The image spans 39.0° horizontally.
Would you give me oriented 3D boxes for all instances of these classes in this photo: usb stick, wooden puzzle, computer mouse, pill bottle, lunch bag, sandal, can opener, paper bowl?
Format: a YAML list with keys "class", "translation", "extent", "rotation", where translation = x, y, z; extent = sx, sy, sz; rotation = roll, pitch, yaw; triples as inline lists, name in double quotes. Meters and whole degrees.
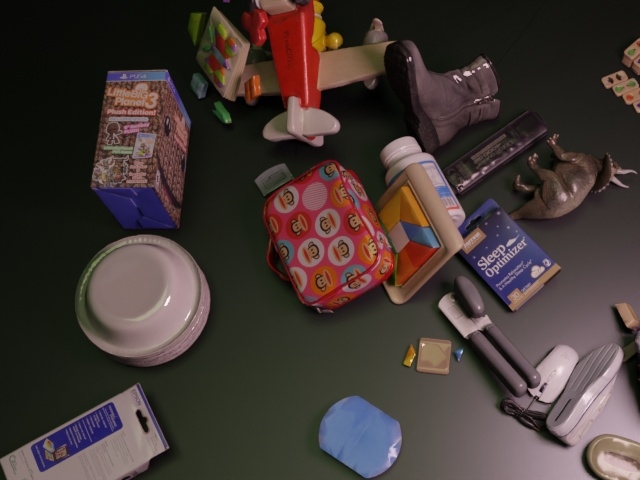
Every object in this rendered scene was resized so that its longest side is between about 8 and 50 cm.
- class: "usb stick"
  translation: [0.394, -0.200, 2.056]
  extent: [0.278, 0.045, 0.077]
  rotation: [-35, 75, -8]
- class: "wooden puzzle"
  translation: [0.178, -0.012, 1.926]
  extent: [0.044, 0.239, 0.221]
  rotation: [-4, 59, -39]
- class: "computer mouse"
  translation: [0.459, 0.289, 1.844]
  extent: [0.106, 0.042, 0.193]
  rotation: [32, 75, 19]
- class: "wooden puzzle"
  translation: [0.238, 0.244, 1.908]
  extent: [0.116, 0.014, 0.079]
  rotation: [12, 74, 12]
- class: "pill bottle"
  translation: [0.218, -0.116, 2.000]
  extent: [0.124, 0.124, 0.221]
  rotation: [-24, 66, -3]
- class: "lunch bag"
  translation: [0.000, 0.000, 1.961]
  extent: [0.258, 0.120, 0.293]
  rotation: [-32, 65, 19]
- class: "sandal"
  translation: [0.663, 0.449, 1.727]
  extent: [0.302, 0.086, 0.120]
  rotation: [12, 70, 12]
- class: "can opener"
  translation: [0.343, 0.197, 1.860]
  extent: [0.074, 0.093, 0.280]
  rotation: [-26, 58, -16]
- class: "paper bowl"
  translation: [-0.392, 0.121, 1.969]
  extent: [0.284, 0.148, 0.284]
  rotation: [-3, 66, 6]

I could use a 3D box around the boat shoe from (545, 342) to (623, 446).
- class: "boat shoe"
  translation: [0.538, 0.309, 1.813]
  extent: [0.226, 0.083, 0.076]
  rotation: [-48, 114, -10]

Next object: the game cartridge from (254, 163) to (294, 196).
- class: "game cartridge"
  translation: [-0.109, -0.143, 2.112]
  extent: [0.083, 0.017, 0.056]
  rotation: [-30, 71, -6]

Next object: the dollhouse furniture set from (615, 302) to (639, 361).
- class: "dollhouse furniture set"
  translation: [0.639, 0.197, 1.878]
  extent: [0.081, 0.091, 0.114]
  rotation: [-47, 35, 30]

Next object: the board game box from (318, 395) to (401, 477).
- class: "board game box"
  translation: [0.082, 0.403, 1.853]
  extent: [0.168, 0.033, 0.133]
  rotation: [31, 69, 13]

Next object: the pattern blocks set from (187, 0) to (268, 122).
- class: "pattern blocks set"
  translation: [-0.226, -0.431, 2.094]
  extent: [0.026, 0.325, 0.285]
  rotation: [-20, 49, -35]

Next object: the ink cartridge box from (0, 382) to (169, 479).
- class: "ink cartridge box"
  translation: [-0.485, 0.451, 1.888]
  extent: [0.332, 0.065, 0.165]
  rotation: [-28, 67, -3]

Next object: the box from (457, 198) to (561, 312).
- class: "box"
  translation: [0.390, 0.027, 1.948]
  extent: [0.136, 0.036, 0.225]
  rotation: [-44, 67, 7]

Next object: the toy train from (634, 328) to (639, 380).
- class: "toy train"
  translation: [0.774, 0.237, 1.760]
  extent: [0.333, 0.142, 0.190]
  rotation: [0, 90, -7]

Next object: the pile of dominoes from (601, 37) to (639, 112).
- class: "pile of dominoes"
  translation: [0.799, -0.358, 2.072]
  extent: [0.196, 0.040, 0.251]
  rotation: [-40, 68, -10]

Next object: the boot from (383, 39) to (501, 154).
- class: "boot"
  translation: [0.276, -0.355, 1.988]
  extent: [0.222, 0.338, 0.118]
  rotation: [-31, 55, -3]

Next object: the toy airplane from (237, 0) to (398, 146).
- class: "toy airplane"
  translation: [-0.027, -0.407, 2.106]
  extent: [0.386, 0.272, 0.384]
  rotation: [41, 116, 12]

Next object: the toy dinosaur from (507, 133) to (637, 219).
- class: "toy dinosaur"
  translation: [0.522, -0.124, 1.968]
  extent: [0.313, 0.121, 0.160]
  rotation: [-35, 61, -11]

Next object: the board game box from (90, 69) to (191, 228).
- class: "board game box"
  translation: [-0.401, -0.202, 2.057]
  extent: [0.141, 0.232, 0.291]
  rotation: [0, 68, 6]
